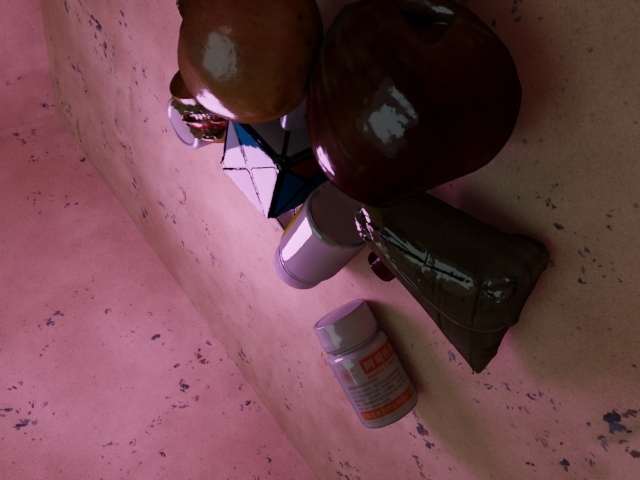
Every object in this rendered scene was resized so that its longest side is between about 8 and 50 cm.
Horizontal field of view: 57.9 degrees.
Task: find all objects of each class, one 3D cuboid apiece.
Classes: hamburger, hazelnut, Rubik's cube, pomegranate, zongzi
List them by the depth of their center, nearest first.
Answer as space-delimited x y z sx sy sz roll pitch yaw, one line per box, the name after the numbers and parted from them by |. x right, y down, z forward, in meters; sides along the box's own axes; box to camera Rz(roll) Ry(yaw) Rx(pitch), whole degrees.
0.176 -0.263 1.113 0.402 0.402 0.429 58 157 2 | hazelnut
-0.159 -0.411 1.193 0.338 0.338 0.338 35 141 34 | pomegranate
0.231 0.097 1.409 0.500 0.218 0.466 31 138 19 | zongzi
-0.106 -0.252 1.631 0.250 0.247 0.248 47 145 21 | Rubik's cube
-0.289 -0.412 1.703 0.274 0.274 0.212 31 158 39 | hamburger

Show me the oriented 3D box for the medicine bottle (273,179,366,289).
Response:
0.000 0.000 1.724 0.213 0.214 0.378 54 148 9 | medicine bottle

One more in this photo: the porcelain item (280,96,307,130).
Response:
-0.129 -0.467 1.495 0.405 0.243 0.178 51 129 21 | porcelain item

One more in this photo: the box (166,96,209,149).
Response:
-0.393 -0.439 1.924 0.291 0.206 0.262 44 145 20 | box

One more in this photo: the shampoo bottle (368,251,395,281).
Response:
0.220 0.024 1.572 0.102 0.064 0.260 55 149 10 | shampoo bottle

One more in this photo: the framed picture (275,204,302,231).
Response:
-0.106 -0.148 1.938 0.232 0.024 0.315 55 148 8 | framed picture

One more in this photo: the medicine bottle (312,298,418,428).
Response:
0.144 0.393 1.859 0.211 0.211 0.371 -21 98 59 | medicine bottle

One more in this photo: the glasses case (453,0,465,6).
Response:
0.191 -0.497 1.172 0.234 0.064 0.079 35 143 34 | glasses case
